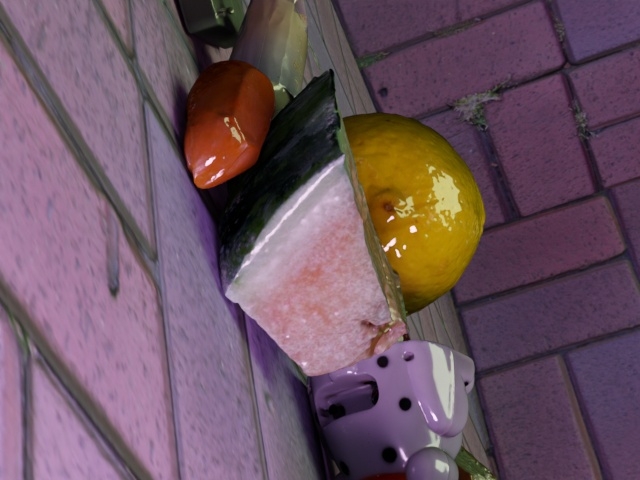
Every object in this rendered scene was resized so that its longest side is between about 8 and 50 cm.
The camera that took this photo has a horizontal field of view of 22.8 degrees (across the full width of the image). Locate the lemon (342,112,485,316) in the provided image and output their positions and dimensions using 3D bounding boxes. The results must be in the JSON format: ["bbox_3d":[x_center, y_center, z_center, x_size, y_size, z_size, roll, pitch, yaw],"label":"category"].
[{"bbox_3d":[0.067,-0.029,1.881,0.284,0.261,0.260,-112,-179,-68],"label":"lemon"}]

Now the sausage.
[{"bbox_3d":[-0.093,-0.120,1.572,0.179,0.089,0.089,-82,154,-53],"label":"sausage"}]

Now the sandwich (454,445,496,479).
[{"bbox_3d":[0.129,0.276,1.831,0.258,0.096,0.094,40,5,31],"label":"sandwich"}]

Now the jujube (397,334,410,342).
[{"bbox_3d":[0.060,0.124,2.004,0.176,0.109,0.112,-100,-147,-67],"label":"jujube"}]

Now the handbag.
[{"bbox_3d":[-0.063,-0.193,1.780,0.117,0.095,0.173,85,13,-55],"label":"handbag"}]

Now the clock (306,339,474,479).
[{"bbox_3d":[0.086,0.252,1.695,0.189,0.189,0.254,55,25,-66],"label":"clock"}]

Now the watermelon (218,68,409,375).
[{"bbox_3d":[-0.016,-0.002,1.603,0.264,0.151,0.302,-95,168,-64],"label":"watermelon"}]

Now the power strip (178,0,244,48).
[{"bbox_3d":[-0.128,-0.305,1.844,0.216,0.061,0.145,-18,91,-83],"label":"power strip"}]
